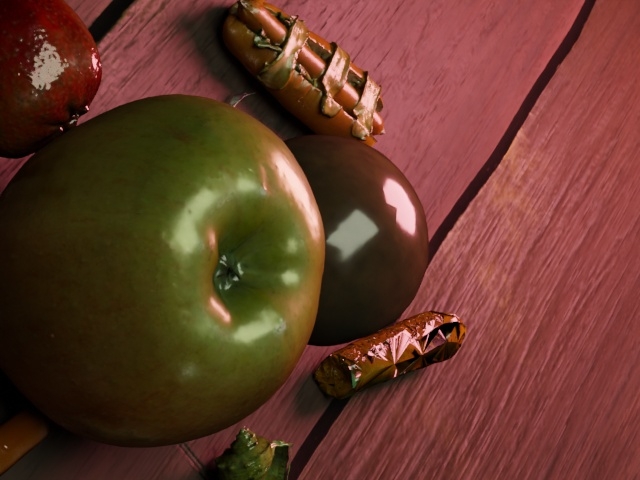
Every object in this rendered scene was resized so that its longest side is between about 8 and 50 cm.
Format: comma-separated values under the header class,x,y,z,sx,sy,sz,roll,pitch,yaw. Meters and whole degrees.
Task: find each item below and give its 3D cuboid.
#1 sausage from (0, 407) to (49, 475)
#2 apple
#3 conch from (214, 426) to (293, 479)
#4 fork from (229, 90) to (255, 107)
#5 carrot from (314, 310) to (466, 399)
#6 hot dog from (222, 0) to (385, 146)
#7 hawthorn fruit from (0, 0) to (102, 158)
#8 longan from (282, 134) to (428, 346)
class,x,y,z,sx,sy,sz,roll,pitch,yaw
sausage,-0.307,0.201,1.847,0.039,0.041,0.131,46,44,3
apple,-0.147,0.031,1.874,0.338,0.305,0.338,18,66,-47
conch,-0.065,0.244,2.064,0.089,0.074,0.121,-23,120,-13
fork,-0.107,-0.142,2.198,0.115,0.016,0.012,-50,121,-42
carrot,0.086,0.131,2.274,0.229,0.069,0.069,-18,90,-47
hot dog,-0.016,-0.197,2.271,0.269,0.072,0.109,39,49,-33
hawthorn fruit,-0.306,-0.183,1.910,0.194,0.157,0.157,53,42,5
longan,0.000,0.000,2.117,0.248,0.248,0.248,18,64,-42
